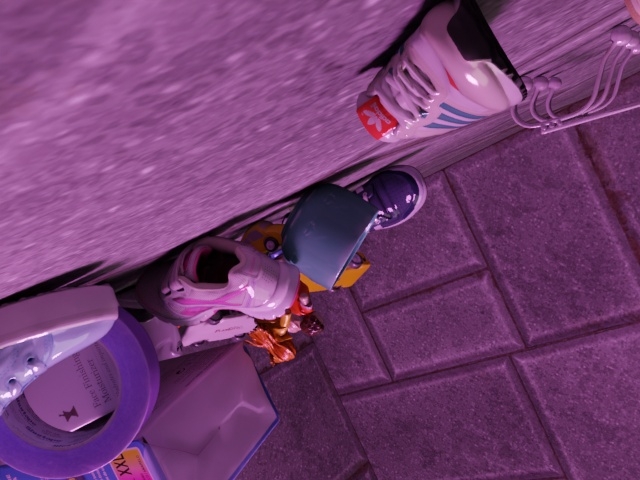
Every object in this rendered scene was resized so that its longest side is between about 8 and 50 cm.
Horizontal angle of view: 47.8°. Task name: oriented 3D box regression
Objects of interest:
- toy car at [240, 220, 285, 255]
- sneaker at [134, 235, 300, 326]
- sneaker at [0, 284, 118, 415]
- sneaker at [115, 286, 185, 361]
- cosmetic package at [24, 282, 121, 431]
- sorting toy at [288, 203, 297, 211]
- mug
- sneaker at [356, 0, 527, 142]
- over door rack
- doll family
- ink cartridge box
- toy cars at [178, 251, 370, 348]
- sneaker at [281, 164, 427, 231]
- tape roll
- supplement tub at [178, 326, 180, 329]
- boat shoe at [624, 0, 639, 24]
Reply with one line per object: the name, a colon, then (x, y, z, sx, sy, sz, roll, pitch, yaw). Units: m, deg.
toy car: (-0.157, 0.028, 1.171, 0.238, 0.053, 0.225, -24, 180, -8)
sneaker: (-0.156, 0.044, 0.954, 0.252, 0.103, 0.111, -9, 145, 29)
sneaker: (-0.344, 0.165, 0.664, 0.365, 0.150, 0.135, -25, 180, -16)
sneaker: (-0.397, 0.230, 1.287, 0.365, 0.210, 0.137, -25, 179, 11)
cosmetic package: (-0.330, 0.162, 0.941, 0.183, 0.151, 0.151, -26, -179, -17)
sorting toy: (-0.009, -0.054, 1.119, 0.075, 0.045, 0.083, -6, -177, 11)
mug: (0.000, -0.001, 0.984, 0.158, 0.097, 0.129, -60, 175, 21)
sneaker: (0.056, -0.076, 0.375, 0.075, 0.057, 0.161, -31, -179, 11)
over door rack: (0.403, -0.192, 0.825, 0.324, 0.108, 0.239, -2, -169, 28)
doll family: (-0.081, 0.114, 1.140, 0.118, 0.163, 0.263, -25, 180, -13)
ink cartridge box: (-0.298, 0.300, 1.058, 0.395, 0.151, 0.270, -15, -168, 28)
toy cars: (-0.097, 0.092, 1.377, 0.393, 0.087, 0.176, -26, 154, -4)
sneaker: (0.046, -0.041, 1.250, 0.153, 0.099, 0.282, -27, -176, -43)
tape roll: (-0.276, 0.156, 0.791, 0.188, 0.189, 0.080, -25, 179, -6)
supplement tub: (-0.299, 0.134, 1.455, 0.190, 0.117, 0.117, -26, 179, 6)
boat shoe: (0.266, -0.171, 0.422, 0.170, 0.063, 0.059, -24, -175, -7)
